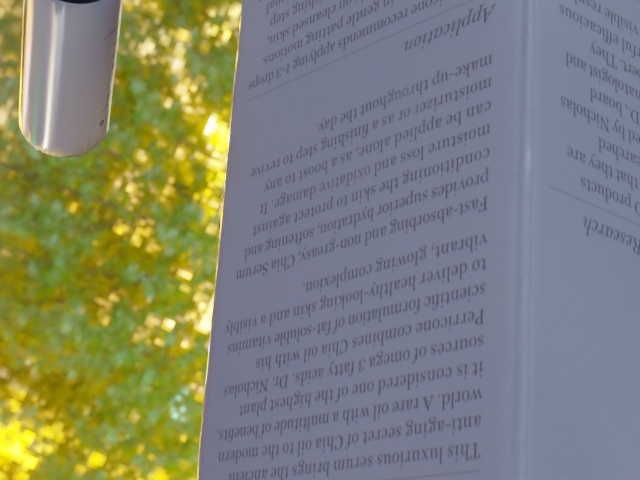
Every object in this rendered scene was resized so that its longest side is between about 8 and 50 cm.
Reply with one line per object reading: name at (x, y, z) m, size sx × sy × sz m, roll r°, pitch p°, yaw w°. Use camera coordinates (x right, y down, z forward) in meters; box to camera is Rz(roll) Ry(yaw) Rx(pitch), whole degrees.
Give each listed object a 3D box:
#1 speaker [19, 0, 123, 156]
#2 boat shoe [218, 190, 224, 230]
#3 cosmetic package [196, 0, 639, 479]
speaker at (-0.142, -0.109, 0.779) m, size 0.136 × 0.055 × 0.055 m, roll 110°, pitch -176°, yaw -55°
boat shoe at (0.000, 0.000, 1.280) m, size 0.073 × 0.207 × 0.073 m, roll -62°, pitch -21°, yaw -47°
cosmetic package at (0.072, 0.031, 0.705) m, size 0.230 × 0.161 × 0.453 m, roll -16°, pitch 62°, yaw 47°
